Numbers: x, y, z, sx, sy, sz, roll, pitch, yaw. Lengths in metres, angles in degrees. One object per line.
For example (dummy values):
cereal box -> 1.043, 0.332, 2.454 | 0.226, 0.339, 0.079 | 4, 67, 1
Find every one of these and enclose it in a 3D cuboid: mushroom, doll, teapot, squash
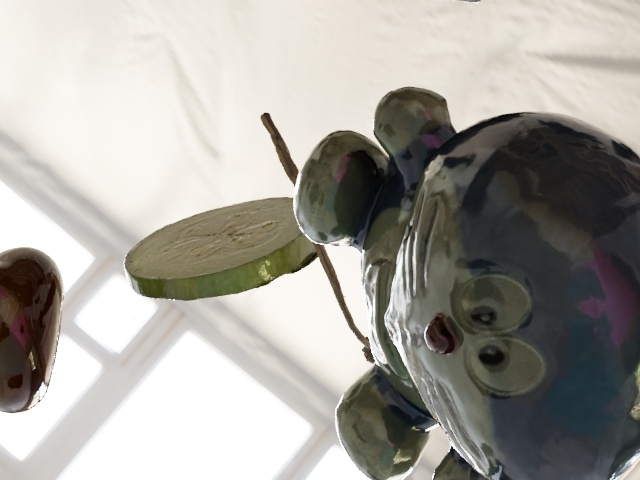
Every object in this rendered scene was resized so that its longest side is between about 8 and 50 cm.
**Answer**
mushroom -> 0.001, 0.001, 1.478 | 0.286, 0.026, 0.028 | 64, 0, -14
doll -> 0.084, 0.033, 0.715 | 0.258, 0.154, 0.228 | -164, -114, -80
teapot -> -0.346, 0.103, 1.560 | 0.135, 0.178, 0.252 | 12, -39, -7
squash -> -0.106, 0.007, 1.568 | 0.219, 0.219, 0.041 | 14, -59, 52

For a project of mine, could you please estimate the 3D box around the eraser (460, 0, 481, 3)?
eraser -> 0.166, -0.407, 1.538 | 0.095, 0.270, 0.174 | 5, 35, -28
